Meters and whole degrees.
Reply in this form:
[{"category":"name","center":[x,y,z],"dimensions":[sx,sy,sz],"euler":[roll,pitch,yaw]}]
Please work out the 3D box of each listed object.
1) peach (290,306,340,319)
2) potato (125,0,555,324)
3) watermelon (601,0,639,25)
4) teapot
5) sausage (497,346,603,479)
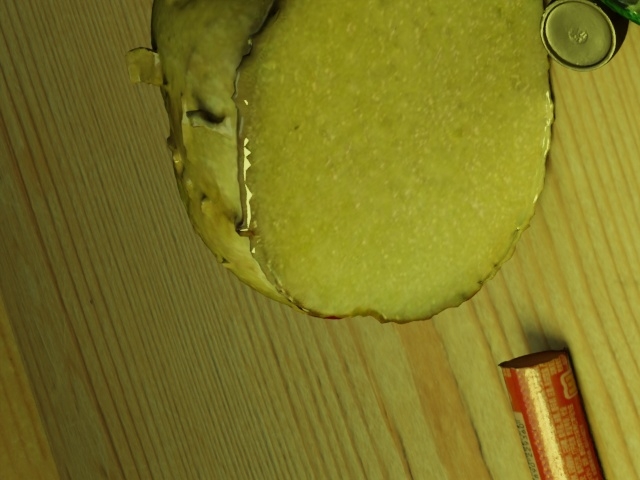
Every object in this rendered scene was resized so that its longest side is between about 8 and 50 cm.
[{"category":"peach","center":[0.000,0.000,2.074],"dimensions":[0.197,0.197,0.197],"euler":[40,139,46]},{"category":"potato","center":[-0.008,-0.142,1.745],"dimensions":[0.319,0.385,0.442],"euler":[28,144,48]},{"category":"watermelon","center":[0.248,-0.253,1.492],"dimensions":[0.231,0.146,0.128],"euler":[56,149,23]},{"category":"teapot","center":[0.249,-0.204,1.616],"dimensions":[0.076,0.068,0.121],"euler":[49,131,-6]},{"category":"sausage","center":[0.260,0.251,1.867],"dimensions":[0.074,0.074,0.274],"euler":[-10,97,63]}]
